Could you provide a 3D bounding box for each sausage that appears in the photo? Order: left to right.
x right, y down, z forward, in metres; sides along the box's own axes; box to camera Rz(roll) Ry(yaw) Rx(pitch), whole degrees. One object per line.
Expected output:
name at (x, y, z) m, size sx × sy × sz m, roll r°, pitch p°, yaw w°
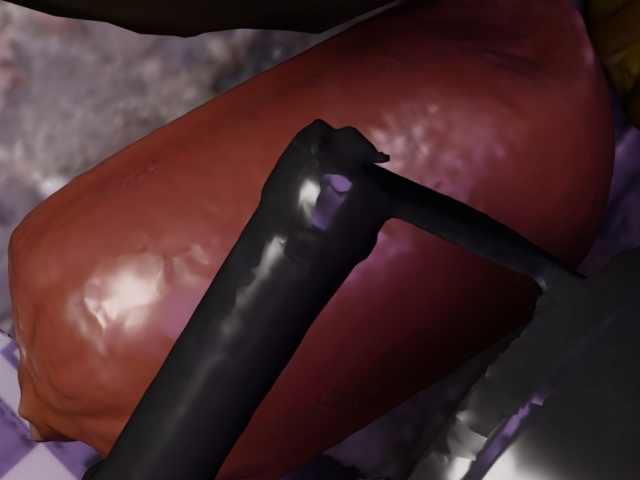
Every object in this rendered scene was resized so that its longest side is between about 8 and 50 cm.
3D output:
sausage at (0.000, 0.000, 0.734) m, size 0.254 × 0.148 × 0.148 m, roll -27°, pitch 99°, yaw -6°

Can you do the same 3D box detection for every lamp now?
lamp at (0.146, 0.138, 0.644) m, size 0.374 × 0.272 × 0.205 m, roll 20°, pitch 107°, yaw -41°

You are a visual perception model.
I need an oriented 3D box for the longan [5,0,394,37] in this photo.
longan at (-0.044, -0.255, 0.582) m, size 0.391 × 0.391 × 0.391 m, roll -1°, pitch 96°, yaw -9°

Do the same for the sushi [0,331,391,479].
sushi at (-0.131, 0.189, 0.778) m, size 0.264 × 0.050 × 0.290 m, roll 22°, pitch 92°, yaw -10°

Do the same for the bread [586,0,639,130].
bread at (0.151, -0.122, 0.782) m, size 0.094 × 0.083 × 0.157 m, roll 35°, pitch 91°, yaw 2°
